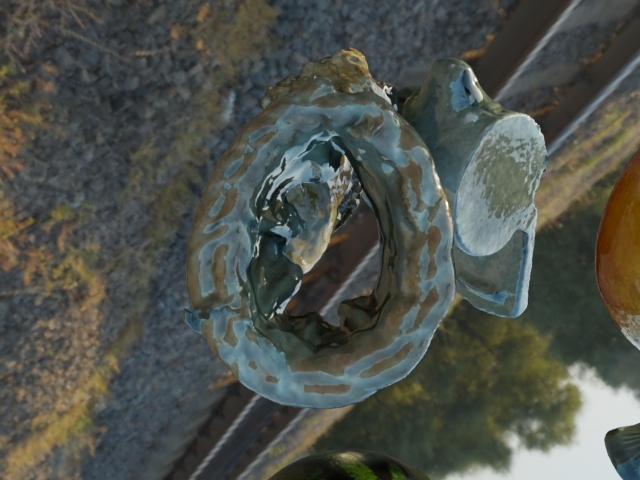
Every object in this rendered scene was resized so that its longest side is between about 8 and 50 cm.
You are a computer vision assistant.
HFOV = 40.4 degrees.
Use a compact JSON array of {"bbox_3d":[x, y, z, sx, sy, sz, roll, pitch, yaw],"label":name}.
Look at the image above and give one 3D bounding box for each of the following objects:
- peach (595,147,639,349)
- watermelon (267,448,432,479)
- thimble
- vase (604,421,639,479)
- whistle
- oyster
[{"bbox_3d":[0.425,-0.015,0.870,0.308,0.289,0.289,-13,-177,38],"label":"peach"},{"bbox_3d":[0.037,0.350,0.902,0.269,0.269,0.269,-34,165,-10],"label":"watermelon"},{"bbox_3d":[0.004,0.006,0.655,0.148,0.196,0.229,-162,-86,-88],"label":"thimble"},{"bbox_3d":[0.464,0.228,1.068,0.219,0.096,0.096,-32,168,24],"label":"vase"},{"bbox_3d":[0.202,-0.060,1.179,0.188,0.168,0.405,-55,140,-10],"label":"whistle"},{"bbox_3d":[0.012,-0.117,0.984,0.110,0.166,0.341,-11,-149,37],"label":"oyster"}]
